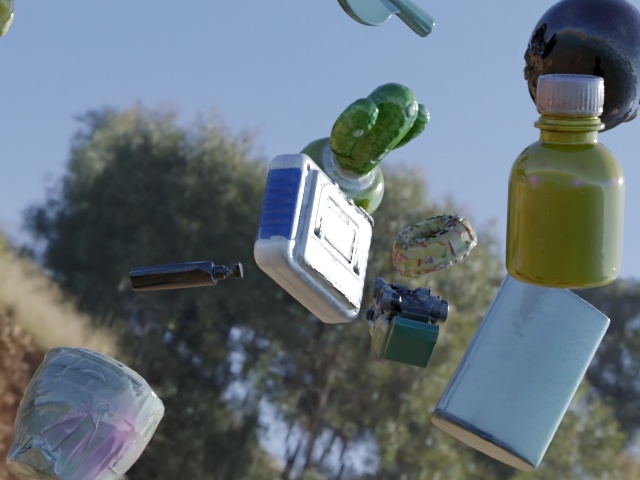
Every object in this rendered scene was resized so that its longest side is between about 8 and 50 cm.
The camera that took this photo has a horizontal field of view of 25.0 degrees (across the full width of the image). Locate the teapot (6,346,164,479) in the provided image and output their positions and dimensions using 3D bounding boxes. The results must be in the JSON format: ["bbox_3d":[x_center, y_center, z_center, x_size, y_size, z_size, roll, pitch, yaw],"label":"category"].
[{"bbox_3d":[-0.306,0.243,1.770,0.163,0.178,0.221,33,-27,-9],"label":"teapot"}]

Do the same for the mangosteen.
[{"bbox_3d":[0.392,-0.239,1.962,0.231,0.194,0.194,3,-17,-10],"label":"mangosteen"}]

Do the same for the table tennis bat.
[{"bbox_3d":[0.092,-0.378,2.171,0.038,0.149,0.237,-7,-28,42],"label":"table tennis bat"}]

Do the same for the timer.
[{"bbox_3d":[0.000,0.000,2.072,0.078,0.178,0.253,-2,-24,28],"label":"timer"}]

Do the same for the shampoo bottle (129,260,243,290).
[{"bbox_3d":[-0.163,0.043,1.762,0.137,0.027,0.048,-5,-23,5],"label":"shampoo bottle"}]

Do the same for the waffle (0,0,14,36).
[{"bbox_3d":[-0.565,-0.427,1.865,0.380,0.095,0.382,28,-20,35],"label":"waffle"}]

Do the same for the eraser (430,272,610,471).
[{"bbox_3d":[0.325,0.209,2.343,0.189,0.290,0.104,29,-17,6],"label":"eraser"}]

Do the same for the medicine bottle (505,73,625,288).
[{"bbox_3d":[0.256,-0.064,1.502,0.122,0.212,0.122,1,11,0],"label":"medicine bottle"}]

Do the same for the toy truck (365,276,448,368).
[{"bbox_3d":[0.141,0.137,2.459,0.114,0.124,0.253,13,3,-7],"label":"toy truck"}]

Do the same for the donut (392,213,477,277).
[{"bbox_3d":[0.210,0.005,2.710,0.175,0.175,0.068,-4,-66,49],"label":"donut"}]

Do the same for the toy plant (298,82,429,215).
[{"bbox_3d":[0.083,-0.172,2.721,0.224,0.184,0.316,-13,-26,-37],"label":"toy plant"}]
